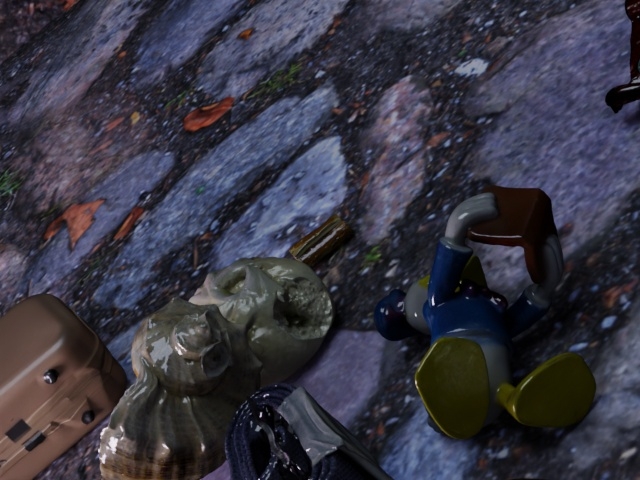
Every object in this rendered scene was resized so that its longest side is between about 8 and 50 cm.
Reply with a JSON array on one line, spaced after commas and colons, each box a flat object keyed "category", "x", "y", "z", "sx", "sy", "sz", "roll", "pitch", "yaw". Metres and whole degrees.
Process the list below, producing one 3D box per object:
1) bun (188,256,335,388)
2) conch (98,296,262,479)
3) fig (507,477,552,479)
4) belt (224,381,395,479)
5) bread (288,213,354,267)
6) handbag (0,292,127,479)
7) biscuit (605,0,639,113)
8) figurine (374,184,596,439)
[{"category": "bun", "x": -0.083, "y": 0.095, "z": 2.145, "sx": 0.193, "sy": 0.128, "sz": 0.178, "roll": -14, "pitch": 37, "yaw": 32}, {"category": "conch", "x": -0.154, "y": 0.200, "z": 2.020, "sx": 0.159, "sy": 0.291, "sz": 0.210, "roll": 14, "pitch": 45, "yaw": 6}, {"category": "fig", "x": 0.166, "y": 0.314, "z": 1.510, "sx": 0.235, "sy": 0.214, "sz": 0.235, "roll": -6, "pitch": 42, "yaw": 6}, {"category": "belt", "x": -0.025, "y": 0.243, "z": 1.881, "sx": 0.139, "sy": 0.126, "sz": 0.230, "roll": -41, "pitch": 29, "yaw": -1}, {"category": "bread", "x": 0.000, "y": 0.000, "z": 2.273, "sx": 0.083, "sy": 0.036, "sz": 0.047, "roll": -38, "pitch": 27, "yaw": -3}, {"category": "handbag", "x": -0.430, "y": 0.206, "z": 2.358, "sx": 0.302, "sy": 0.149, "sz": 0.283, "roll": -42, "pitch": 32, "yaw": -2}, {"category": "biscuit", "x": 0.431, "y": -0.243, "z": 2.101, "sx": 0.151, "sy": 0.063, "sz": 0.235, "roll": -18, "pitch": 39, "yaw": 33}, {"category": "figurine", "x": 0.149, "y": 0.067, "z": 1.877, "sx": 0.338, "sy": 0.204, "sz": 0.283, "roll": 8, "pitch": 78, "yaw": 67}]
